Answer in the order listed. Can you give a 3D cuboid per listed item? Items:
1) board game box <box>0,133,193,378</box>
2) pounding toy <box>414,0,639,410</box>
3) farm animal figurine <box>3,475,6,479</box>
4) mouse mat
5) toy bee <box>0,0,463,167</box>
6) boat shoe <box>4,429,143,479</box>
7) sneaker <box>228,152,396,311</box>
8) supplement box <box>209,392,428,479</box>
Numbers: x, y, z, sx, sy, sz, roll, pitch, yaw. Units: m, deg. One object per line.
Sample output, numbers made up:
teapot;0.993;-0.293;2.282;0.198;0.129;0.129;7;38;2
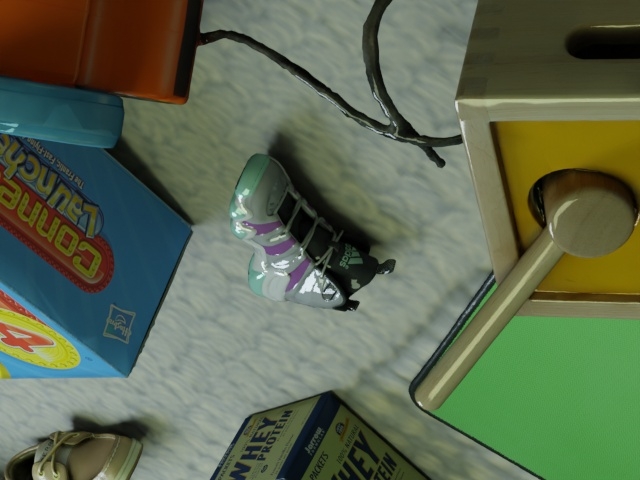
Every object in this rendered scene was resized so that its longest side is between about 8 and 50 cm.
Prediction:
board game box;-0.271;-0.044;0.883;0.302;0.086;0.308;-4;144;43
pounding toy;0.097;-0.017;0.634;0.141;0.100;0.130;1;139;18
farm animal figurine;-0.303;0.265;1.295;0.327;0.172;0.330;22;147;13
mouse mat;0.129;0.070;0.841;0.152;0.007;0.189;30;146;1
toy bee;-0.108;-0.074;0.697;0.298;0.195;0.162;31;174;-20
boat shoe;-0.151;0.137;1.115;0.045;0.050;0.135;35;148;-18
sneaker;0.000;0.000;0.825;0.069;0.038;0.098;17;155;18
supplement box;-0.001;0.133;0.983;0.083;0.056;0.083;42;146;-19
